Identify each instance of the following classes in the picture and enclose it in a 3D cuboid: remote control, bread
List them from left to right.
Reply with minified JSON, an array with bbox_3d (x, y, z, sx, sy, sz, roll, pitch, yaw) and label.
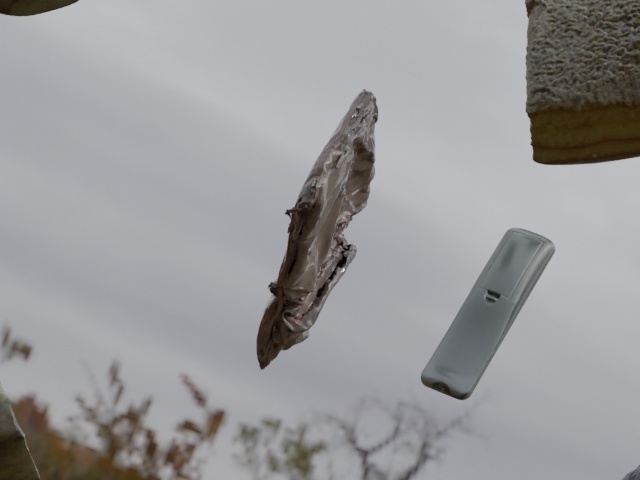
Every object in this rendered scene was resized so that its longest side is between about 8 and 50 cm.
[{"bbox_3d":[0.150,0.060,1.498,0.050,0.184,0.027,20,-29,25],"label":"remote control"},{"bbox_3d":[0.328,-0.176,1.722,0.234,0.184,0.110,-7,-37,13],"label":"bread"}]

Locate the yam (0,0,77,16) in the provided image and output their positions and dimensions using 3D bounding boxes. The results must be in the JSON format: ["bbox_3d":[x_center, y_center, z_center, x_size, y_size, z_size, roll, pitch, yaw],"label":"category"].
[{"bbox_3d":[-0.174,-0.153,0.901,0.146,0.069,0.070,14,-13,25],"label":"yam"}]

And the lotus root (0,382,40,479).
[{"bbox_3d":[-0.468,0.232,1.717,0.250,0.346,0.250,60,-9,16],"label":"lotus root"}]

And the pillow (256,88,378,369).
[{"bbox_3d":[0.000,0.000,1.360,0.049,0.135,0.248,26,-39,10],"label":"pillow"}]

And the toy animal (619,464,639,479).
[{"bbox_3d":[0.227,0.189,1.048,0.081,0.367,0.206,48,-3,-41],"label":"toy animal"}]
